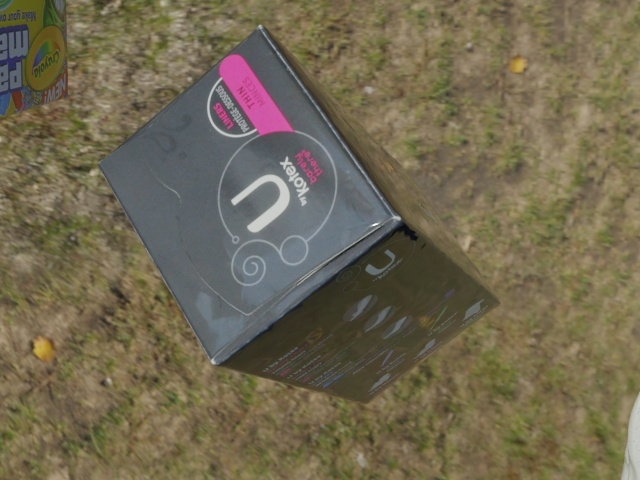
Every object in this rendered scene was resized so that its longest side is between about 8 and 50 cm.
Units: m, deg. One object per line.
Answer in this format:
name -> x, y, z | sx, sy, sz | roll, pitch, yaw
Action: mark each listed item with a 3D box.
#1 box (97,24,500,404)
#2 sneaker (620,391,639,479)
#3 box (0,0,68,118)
box -> 0.000, 0.000, 0.722 | 0.143, 0.165, 0.270 | -38, 157, 9
sneaker -> 0.272, 0.169, 0.814 | 0.080, 0.094, 0.212 | 18, 98, 12
box -> -0.283, -0.205, 0.590 | 0.177, 0.290, 0.279 | 4, 106, 7
